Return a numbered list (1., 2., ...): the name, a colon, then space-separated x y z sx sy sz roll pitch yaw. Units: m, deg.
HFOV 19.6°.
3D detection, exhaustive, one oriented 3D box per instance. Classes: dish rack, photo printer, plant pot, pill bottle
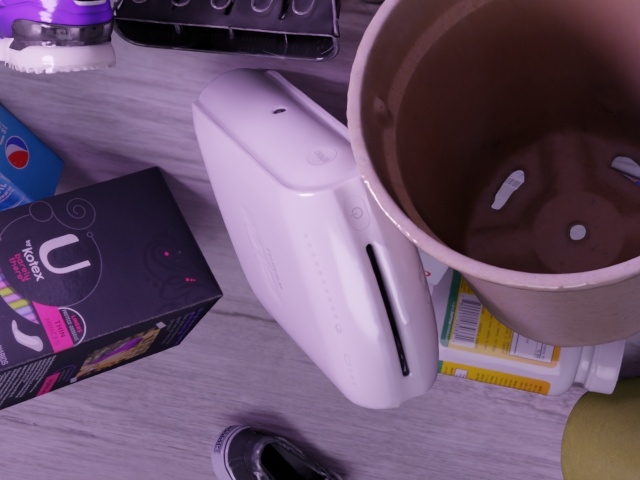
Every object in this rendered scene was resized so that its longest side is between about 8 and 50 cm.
1. dish rack: -0.091 -0.268 1.558 0.208 0.074 0.271 5 147 11
2. photo printer: 0.000 0.000 1.694 0.107 0.307 0.256 -25 121 -13
3. plant pot: 0.214 -0.059 1.584 0.334 0.333 0.305 4 158 14
4. plant pot: 0.421 0.247 2.029 0.293 0.274 0.275 6 151 41
5. pill bottle: 0.217 0.101 1.978 0.208 0.117 0.117 11 148 4

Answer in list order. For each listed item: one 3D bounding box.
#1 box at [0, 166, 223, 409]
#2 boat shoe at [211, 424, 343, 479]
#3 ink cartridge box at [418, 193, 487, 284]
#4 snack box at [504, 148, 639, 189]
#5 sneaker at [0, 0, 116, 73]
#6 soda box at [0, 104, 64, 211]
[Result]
1. box: -0.267 0.053 1.913 0.270 0.165 0.143 -19 164 -33
2. boat shoe: -0.015 0.344 2.445 0.105 0.113 0.306 2 139 44
3. ink cartridge box: 0.088 -0.041 1.845 0.127 0.072 0.175 17 148 -7
4. snack box: 0.267 -0.048 1.815 0.178 0.022 0.064 21 146 -11
5. sneaker: -0.280 -0.235 1.661 0.102 0.146 0.293 -13 -161 -41
6. soda box: -0.362 -0.106 1.909 0.067 0.071 0.210 -12 140 34
